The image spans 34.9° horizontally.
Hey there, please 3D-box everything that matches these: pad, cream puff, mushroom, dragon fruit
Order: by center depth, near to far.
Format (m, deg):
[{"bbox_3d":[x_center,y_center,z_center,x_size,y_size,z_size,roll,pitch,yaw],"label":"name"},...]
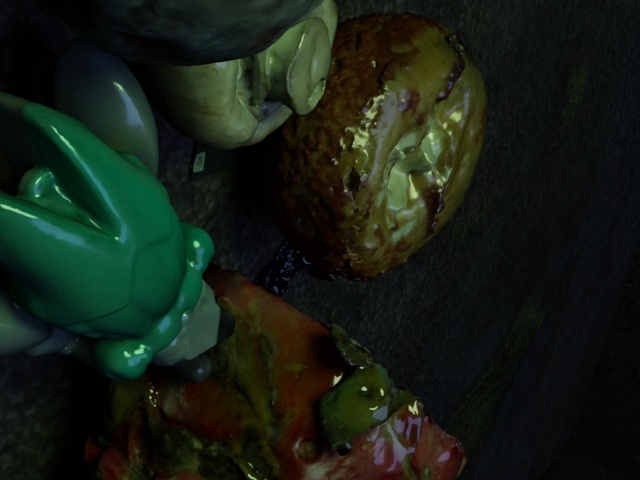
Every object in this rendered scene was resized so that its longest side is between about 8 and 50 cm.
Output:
[{"bbox_3d":[-0.050,-0.143,0.700,0.166,0.127,0.166,-53,156,-37],"label":"mushroom"},{"bbox_3d":[-0.055,0.204,0.825,0.263,0.296,0.314,-55,145,-12],"label":"dragon fruit"},{"bbox_3d":[-0.042,-0.120,0.876,0.193,0.004,0.116,-23,133,-55],"label":"pad"},{"bbox_3d":[0.042,-0.088,0.882,0.240,0.164,0.240,-25,129,-36],"label":"cream puff"}]

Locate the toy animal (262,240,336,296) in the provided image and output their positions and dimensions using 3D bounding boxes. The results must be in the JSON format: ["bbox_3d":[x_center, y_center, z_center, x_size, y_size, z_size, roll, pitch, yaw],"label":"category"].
[{"bbox_3d":[0.000,0.000,1.022,0.220,0.062,0.108,-48,168,-33],"label":"toy animal"}]

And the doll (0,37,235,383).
[{"bbox_3d":[-0.156,0.015,0.617,0.195,0.153,0.258,-48,141,-42],"label":"doll"}]

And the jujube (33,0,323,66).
[{"bbox_3d":[-0.040,-0.229,0.496,0.215,0.246,0.308,33,99,-34],"label":"jujube"}]
